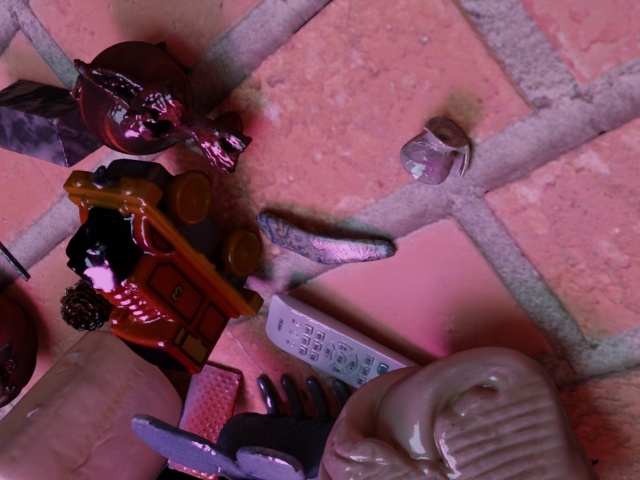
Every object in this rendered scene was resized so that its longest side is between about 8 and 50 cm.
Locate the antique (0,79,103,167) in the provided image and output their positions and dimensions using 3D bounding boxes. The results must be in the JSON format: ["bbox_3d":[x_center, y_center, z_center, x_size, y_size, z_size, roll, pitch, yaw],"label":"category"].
[{"bbox_3d":[-0.439,-0.187,1.383,0.183,0.088,0.086,17,132,29],"label":"antique"}]

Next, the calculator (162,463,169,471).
[{"bbox_3d":[-0.364,0.593,1.987,0.248,0.058,0.274,37,137,7],"label":"calculator"}]

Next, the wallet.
[{"bbox_3d":[-0.204,0.322,1.567,0.103,0.196,0.020,9,173,29],"label":"wallet"}]

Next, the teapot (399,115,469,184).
[{"bbox_3d":[0.140,-0.103,1.019,0.083,0.064,0.064,17,134,-18],"label":"teapot"}]

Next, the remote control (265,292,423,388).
[{"bbox_3d":[0.052,0.170,1.314,0.293,0.051,0.103,28,137,13],"label":"remote control"}]

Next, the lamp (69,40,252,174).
[{"bbox_3d":[-0.225,-0.169,1.174,0.151,0.215,0.223,-50,51,19],"label":"lamp"}]

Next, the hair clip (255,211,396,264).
[{"bbox_3d":[-0.002,0.002,1.227,0.229,0.036,0.066,11,136,32],"label":"hair clip"}]

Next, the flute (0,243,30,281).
[{"bbox_3d":[-0.675,-0.022,1.763,0.269,0.014,0.014,50,139,-7],"label":"flute"}]

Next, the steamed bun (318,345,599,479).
[{"bbox_3d":[0.187,0.330,1.163,0.255,0.343,0.367,15,-130,-87],"label":"steamed bun"}]

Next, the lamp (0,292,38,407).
[{"bbox_3d":[-0.739,0.236,1.817,0.257,0.303,0.303,45,148,44],"label":"lamp"}]

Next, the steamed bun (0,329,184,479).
[{"bbox_3d":[-0.431,0.384,1.633,0.290,0.371,0.456,41,152,-2],"label":"steamed bun"}]

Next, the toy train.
[{"bbox_3d":[-0.222,0.041,1.266,0.163,0.231,0.369,8,152,33],"label":"toy train"}]

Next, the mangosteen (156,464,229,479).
[{"bbox_3d":[-0.226,0.533,1.651,0.233,0.287,0.288,46,140,-14],"label":"mangosteen"}]

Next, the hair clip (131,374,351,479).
[{"bbox_3d":[-0.052,0.358,1.408,0.318,0.238,0.392,-9,117,42],"label":"hair clip"}]

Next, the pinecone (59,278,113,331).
[{"bbox_3d":[-0.431,0.121,1.623,0.102,0.102,0.109,57,172,-14],"label":"pinecone"}]
